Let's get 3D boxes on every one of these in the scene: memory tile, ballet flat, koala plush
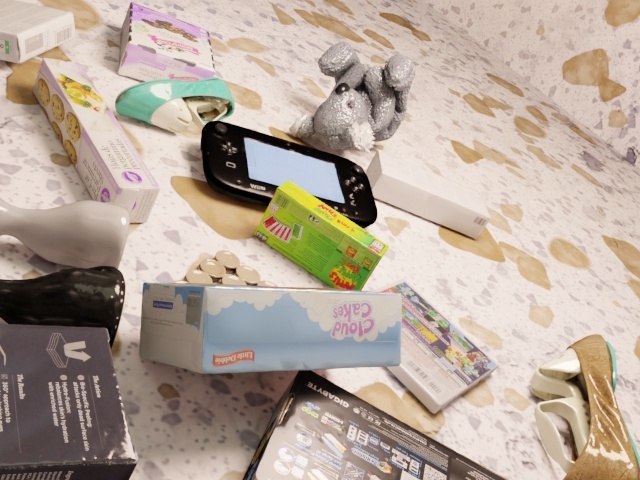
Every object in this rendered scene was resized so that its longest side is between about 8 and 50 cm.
[{"bbox_3d":[-0.123,0.068,0.990,0.113,0.012,0.148,35,31,9],"label":"memory tile"},{"bbox_3d":[0.369,0.241,1.084,0.124,0.116,0.342,10,34,5],"label":"ballet flat"},{"bbox_3d":[0.061,-0.250,1.491,0.196,0.203,0.221,17,42,21],"label":"koala plush"},{"bbox_3d":[-0.231,-0.228,1.282,0.087,0.083,0.247,53,37,11],"label":"ballet flat"}]

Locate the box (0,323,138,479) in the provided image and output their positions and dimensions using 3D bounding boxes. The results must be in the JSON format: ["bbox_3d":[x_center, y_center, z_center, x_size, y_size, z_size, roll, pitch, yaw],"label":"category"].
[{"bbox_3d":[-0.260,0.158,0.655,0.158,0.093,0.156,7,37,-32],"label":"box"}]

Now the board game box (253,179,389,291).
[{"bbox_3d":[0.000,0.000,1.119,0.181,0.092,0.043,34,31,7],"label":"board game box"}]

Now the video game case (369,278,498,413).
[{"bbox_3d":[0.140,0.145,1.093,0.201,0.023,0.183,43,32,23],"label":"video game case"}]

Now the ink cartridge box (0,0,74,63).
[{"bbox_3d":[-0.554,-0.360,1.250,0.224,0.056,0.181,12,29,7],"label":"ink cartridge box"}]

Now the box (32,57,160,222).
[{"bbox_3d":[-0.331,-0.151,1.090,0.063,0.067,0.324,-2,44,-42],"label":"box"}]

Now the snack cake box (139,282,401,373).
[{"bbox_3d":[-0.053,0.096,0.860,0.264,0.089,0.152,5,-5,-37],"label":"snack cake box"}]

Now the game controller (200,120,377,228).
[{"bbox_3d":[-0.050,-0.108,1.267,0.319,0.067,0.166,13,34,-25],"label":"game controller"}]

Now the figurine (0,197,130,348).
[{"bbox_3d":[-0.324,0.017,0.828,0.209,0.092,0.215,13,33,-20],"label":"figurine"}]

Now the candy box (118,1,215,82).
[{"bbox_3d":[-0.292,-0.360,1.432,0.164,0.070,0.196,15,32,-24],"label":"candy box"}]

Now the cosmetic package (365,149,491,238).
[{"bbox_3d":[0.207,-0.089,1.464,0.239,0.060,0.099,21,32,-14],"label":"cosmetic package"}]

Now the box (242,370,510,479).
[{"bbox_3d":[0.058,0.296,0.743,0.295,0.073,0.293,29,30,-1],"label":"box"}]
